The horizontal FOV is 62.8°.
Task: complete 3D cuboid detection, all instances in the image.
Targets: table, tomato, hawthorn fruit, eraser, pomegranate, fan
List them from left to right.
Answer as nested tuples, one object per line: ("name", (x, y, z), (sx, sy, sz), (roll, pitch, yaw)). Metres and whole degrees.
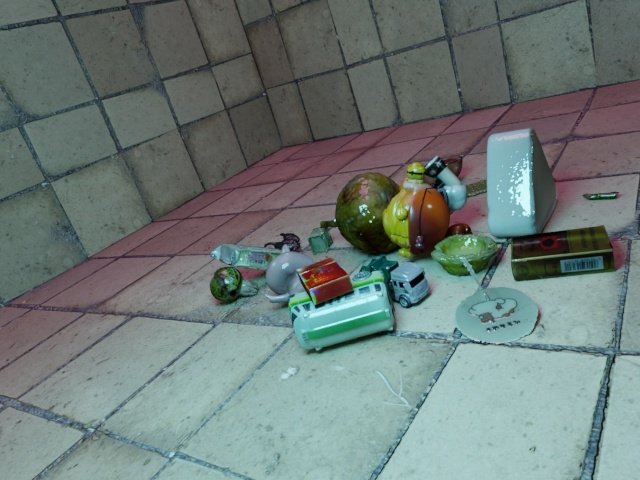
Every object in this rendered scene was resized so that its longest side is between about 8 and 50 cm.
("pomegranate", (-0.303, 0.146, 1.821), (0.163, 0.125, 0.138), (-12, -17, -12))
("table", (0.000, 0.000, 2.007), (0.062, 0.079, 0.083), (-12, 23, 24))
("tomato", (0.508, -0.282, 2.259), (0.228, 0.112, 0.199), (-17, 12, 5))
("hawthorn fruit", (0.437, -0.015, 1.676), (0.081, 0.081, 0.093), (-29, 4, -27))
("fan", (0.406, 0.134, 1.294), (0.191, 0.009, 0.329), (-18, 33, 7))
("eraser", (0.625, -0.146, 1.649), (0.150, 0.331, 0.331), (-5, 24, 36))

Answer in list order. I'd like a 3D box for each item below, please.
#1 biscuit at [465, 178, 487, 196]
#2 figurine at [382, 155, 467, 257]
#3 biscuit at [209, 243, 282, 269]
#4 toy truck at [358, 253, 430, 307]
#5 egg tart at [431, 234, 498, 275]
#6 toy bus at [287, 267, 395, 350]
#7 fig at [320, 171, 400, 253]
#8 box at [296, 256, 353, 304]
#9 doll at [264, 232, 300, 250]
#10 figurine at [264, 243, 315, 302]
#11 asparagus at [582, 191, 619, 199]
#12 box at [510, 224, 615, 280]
("biscuit", (0.679, -0.225, 2.100), (0.231, 0.016, 0.139), (-15, 19, 7))
("figurine", (0.324, -0.087, 1.646), (0.196, 0.320, 0.323), (19, 49, 36))
("biscuit", (-0.223, 0.063, 1.900), (0.309, 0.079, 0.186), (7, 6, -33))
("toy truck", (0.198, 0.108, 1.492), (0.110, 0.116, 0.216), (-32, 24, -34))
("egg tart", (0.426, 0.042, 1.528), (0.197, 0.078, 0.197), (-14, 20, 5))
("toy bus", (0.055, 0.188, 1.379), (0.276, 0.133, 0.164), (-17, 18, 5))
("fig", (0.138, -0.080, 1.876), (0.286, 0.286, 0.369), (-35, 12, -39))
("box", (0.009, 0.101, 1.385), (0.112, 0.048, 0.175), (-21, 18, -9))
("doll", (-0.138, 0.015, 2.122), (0.165, 0.057, 0.139), (0, 25, 41))
("figurine", (-0.056, 0.145, 1.625), (0.186, 0.176, 0.287), (18, 12, -41))
("asparagus", (0.897, -0.143, 1.680), (0.108, 0.021, 0.025), (-1, 22, 42))
("box", (0.632, 0.032, 1.387), (0.240, 0.071, 0.159), (-8, 24, 24))
